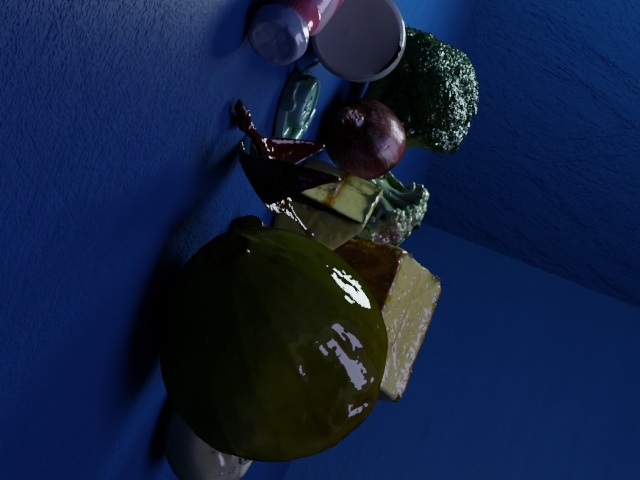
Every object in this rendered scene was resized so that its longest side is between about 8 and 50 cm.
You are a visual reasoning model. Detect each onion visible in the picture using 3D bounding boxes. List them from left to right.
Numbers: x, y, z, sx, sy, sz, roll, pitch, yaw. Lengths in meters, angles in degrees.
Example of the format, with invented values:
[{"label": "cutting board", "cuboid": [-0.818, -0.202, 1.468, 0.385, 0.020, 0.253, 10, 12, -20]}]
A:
[{"label": "onion", "cuboid": [0.076, -0.205, 2.265, 0.159, 0.159, 0.195, -65, 153, -16]}]

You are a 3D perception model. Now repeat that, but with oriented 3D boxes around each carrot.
[{"label": "carrot", "cuboid": [-0.104, 0.018, 1.978, 0.260, 0.070, 0.070, 74, 38, -74]}]

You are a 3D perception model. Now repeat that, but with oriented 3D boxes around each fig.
[{"label": "fig", "cuboid": [-0.077, 0.131, 1.666, 0.343, 0.343, 0.343, 22, 90, -81]}]

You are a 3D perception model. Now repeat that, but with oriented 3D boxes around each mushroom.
[{"label": "mushroom", "cuboid": [-0.146, 0.304, 1.988, 0.246, 0.202, 0.246, 17, 90, -72]}]

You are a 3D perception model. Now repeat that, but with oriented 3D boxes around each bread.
[{"label": "bread", "cuboid": [-0.002, 0.003, 2.229, 0.168, 0.163, 0.264, -57, 166, -55]}, {"label": "bread", "cuboid": [0.060, 0.149, 2.422, 0.207, 0.279, 0.279, 41, 69, -52]}]

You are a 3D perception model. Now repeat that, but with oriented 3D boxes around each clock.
[{"label": "clock", "cuboid": [-0.033, -0.223, 1.888, 0.135, 0.041, 0.101, 102, 13, -47]}]

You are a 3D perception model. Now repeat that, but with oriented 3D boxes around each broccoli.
[{"label": "broccoli", "cuboid": [0.184, -0.300, 2.417, 0.275, 0.308, 0.308, -25, 172, 4]}]

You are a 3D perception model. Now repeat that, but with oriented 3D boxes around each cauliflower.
[{"label": "cauliflower", "cuboid": [0.110, -0.111, 2.658, 0.256, 0.239, 0.315, -110, -173, -85]}]

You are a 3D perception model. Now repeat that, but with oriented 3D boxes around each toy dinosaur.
[{"label": "toy dinosaur", "cuboid": [-0.037, -0.106, 1.663, 0.113, 0.207, 0.327, -27, 164, 5]}]

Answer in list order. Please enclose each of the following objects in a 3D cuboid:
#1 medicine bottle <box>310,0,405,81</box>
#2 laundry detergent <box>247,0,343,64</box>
[{"label": "medicine bottle", "cuboid": [0.064, -0.318, 1.875, 0.258, 0.143, 0.143, -49, 160, -82]}, {"label": "laundry detergent", "cuboid": [0.002, -0.358, 1.633, 0.335, 0.088, 0.159, -58, 175, -41]}]
